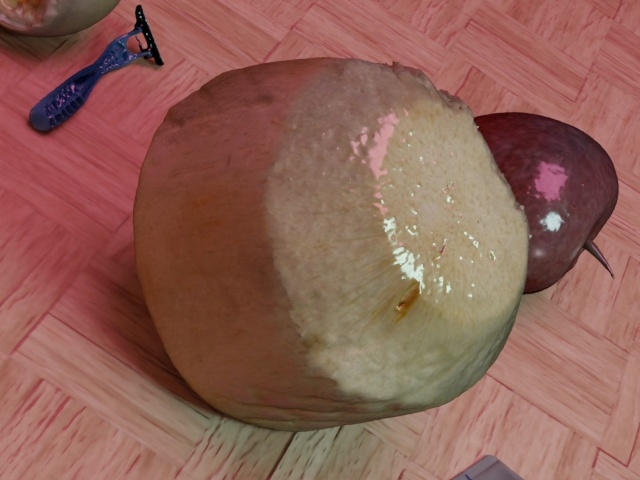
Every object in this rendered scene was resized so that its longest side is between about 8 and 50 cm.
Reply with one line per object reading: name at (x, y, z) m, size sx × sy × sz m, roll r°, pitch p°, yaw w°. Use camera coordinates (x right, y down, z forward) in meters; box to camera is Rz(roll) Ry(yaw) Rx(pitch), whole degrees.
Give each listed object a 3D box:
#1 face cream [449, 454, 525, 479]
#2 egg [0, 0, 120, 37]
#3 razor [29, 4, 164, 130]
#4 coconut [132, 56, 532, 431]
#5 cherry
face cream at (0.233, 0.316, 1.718) m, size 0.224 × 0.070 × 0.114 m, roll 37°, pitch 35°, yaw 25°
egg at (-0.312, -0.339, 1.928) m, size 0.183 × 0.183 × 0.217 m, roll 34°, pitch 33°, yaw 1°
razor at (-0.267, -0.193, 1.918) m, size 0.253 × 0.042 × 0.082 m, roll -52°, pitch 128°, yaw -52°
coconut at (0.000, 0.000, 1.642) m, size 0.344 × 0.415 × 0.415 m, roll -28°, pitch 67°, yaw -38°
cherry at (0.255, -0.047, 2.000) m, size 0.285 × 0.213 × 0.236 m, roll 38°, pitch 27°, yaw 21°
